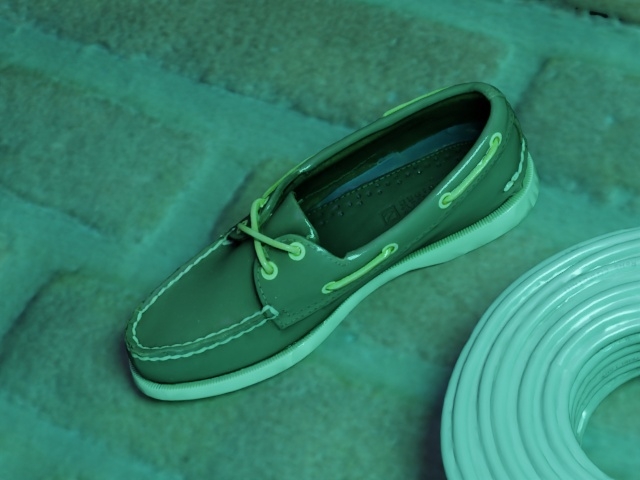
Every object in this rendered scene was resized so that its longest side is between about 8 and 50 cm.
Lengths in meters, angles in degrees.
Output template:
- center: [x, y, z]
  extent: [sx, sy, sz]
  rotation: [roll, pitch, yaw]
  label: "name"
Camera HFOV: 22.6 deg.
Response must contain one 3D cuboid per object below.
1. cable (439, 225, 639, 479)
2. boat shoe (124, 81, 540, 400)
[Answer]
- center: [0.194, 0.109, 0.896]
  extent: [0.257, 0.089, 0.257]
  rotation: [33, 71, 35]
  label: "cable"
- center: [-0.002, -0.003, 1.049]
  extent: [0.305, 0.091, 0.109]
  rotation: [-30, 51, -3]
  label: "boat shoe"
